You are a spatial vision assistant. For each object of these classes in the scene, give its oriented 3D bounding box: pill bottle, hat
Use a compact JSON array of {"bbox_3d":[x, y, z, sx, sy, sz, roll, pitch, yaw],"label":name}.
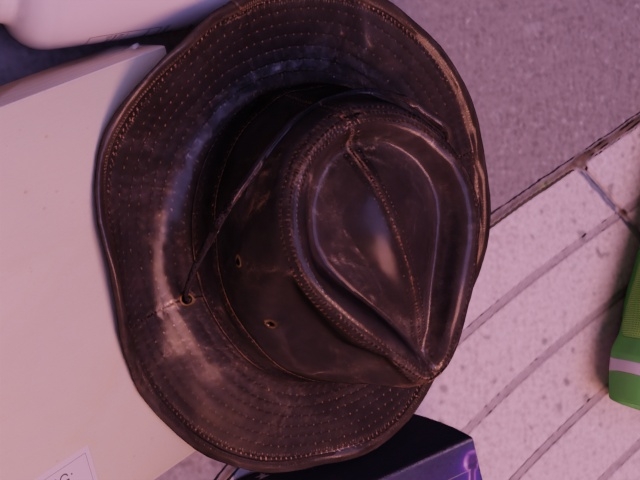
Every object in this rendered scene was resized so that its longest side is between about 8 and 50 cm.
[{"bbox_3d":[-0.149,-0.187,0.778,0.229,0.131,0.131,-14,100,-27],"label":"pill bottle"},{"bbox_3d":[0.025,0.005,0.791,0.331,0.134,0.331,-8,105,-33],"label":"hat"}]

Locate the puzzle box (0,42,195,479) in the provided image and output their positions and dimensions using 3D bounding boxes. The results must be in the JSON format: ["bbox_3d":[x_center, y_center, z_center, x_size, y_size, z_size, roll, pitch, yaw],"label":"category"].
[{"bbox_3d":[-0.222,0.073,0.707,0.409,0.052,0.272,-30,119,-42],"label":"puzzle box"}]

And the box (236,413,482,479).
[{"bbox_3d":[0.045,0.252,0.922,0.153,0.108,0.207,-20,103,-25],"label":"box"}]

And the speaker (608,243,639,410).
[{"bbox_3d":[0.333,0.005,1.049,0.131,0.131,0.296,20,83,-28],"label":"speaker"}]
